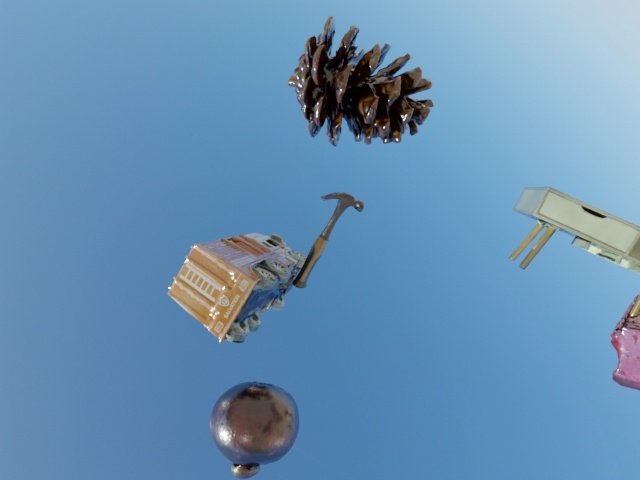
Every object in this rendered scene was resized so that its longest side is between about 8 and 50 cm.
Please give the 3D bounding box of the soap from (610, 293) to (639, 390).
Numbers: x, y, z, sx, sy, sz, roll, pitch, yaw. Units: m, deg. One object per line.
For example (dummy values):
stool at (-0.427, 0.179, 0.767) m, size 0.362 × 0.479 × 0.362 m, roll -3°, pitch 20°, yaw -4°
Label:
soap at (0.554, 0.139, 0.617) m, size 0.250 × 0.162 × 0.099 m, roll -17°, pitch -78°, yaw -42°

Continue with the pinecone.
pinecone at (0.076, -0.304, 0.837) m, size 0.310 × 0.243 × 0.244 m, roll 13°, pitch -134°, yaw 6°

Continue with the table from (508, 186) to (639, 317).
table at (0.383, 0.025, 0.570) m, size 0.240 × 0.111 × 0.121 m, roll 26°, pitch -167°, yaw 9°

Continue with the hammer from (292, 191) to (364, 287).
hammer at (0.000, 0.000, 0.767) m, size 0.078 × 0.200 × 0.021 m, roll 25°, pitch -168°, yaw -23°

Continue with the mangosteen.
mangosteen at (-0.109, 0.309, 0.686) m, size 0.153 × 0.152 × 0.152 m, roll 17°, pitch -132°, yaw -20°

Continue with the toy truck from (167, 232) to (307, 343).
toy truck at (-0.142, 0.066, 0.798) m, size 0.162 × 0.136 × 0.305 m, roll 33°, pitch -168°, yaw 8°
